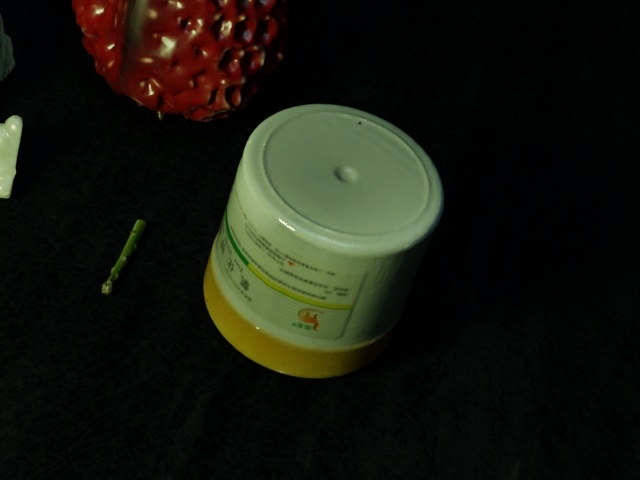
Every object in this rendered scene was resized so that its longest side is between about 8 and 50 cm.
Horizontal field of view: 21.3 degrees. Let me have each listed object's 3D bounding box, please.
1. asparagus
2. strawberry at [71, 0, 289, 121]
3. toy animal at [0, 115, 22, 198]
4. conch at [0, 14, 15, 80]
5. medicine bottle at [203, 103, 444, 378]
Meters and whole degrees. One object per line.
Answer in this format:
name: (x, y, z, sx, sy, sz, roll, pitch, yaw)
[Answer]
asparagus: (-0.232, 0.021, 2.014, 0.015, 0.018, 0.127, -6, 39, 24)
strawberry: (-0.166, -0.350, 2.155, 0.295, 0.345, 0.317, 14, 45, -4)
toy animal: (-0.454, -0.105, 2.023, 0.181, 0.131, 0.127, 10, 13, -19)
conch: (-0.519, -0.307, 2.063, 0.319, 0.215, 0.303, 4, 29, -19)
medicine bottle: (0.000, 0.000, 1.961, 0.237, 0.232, 0.238, 9, 45, -9)
